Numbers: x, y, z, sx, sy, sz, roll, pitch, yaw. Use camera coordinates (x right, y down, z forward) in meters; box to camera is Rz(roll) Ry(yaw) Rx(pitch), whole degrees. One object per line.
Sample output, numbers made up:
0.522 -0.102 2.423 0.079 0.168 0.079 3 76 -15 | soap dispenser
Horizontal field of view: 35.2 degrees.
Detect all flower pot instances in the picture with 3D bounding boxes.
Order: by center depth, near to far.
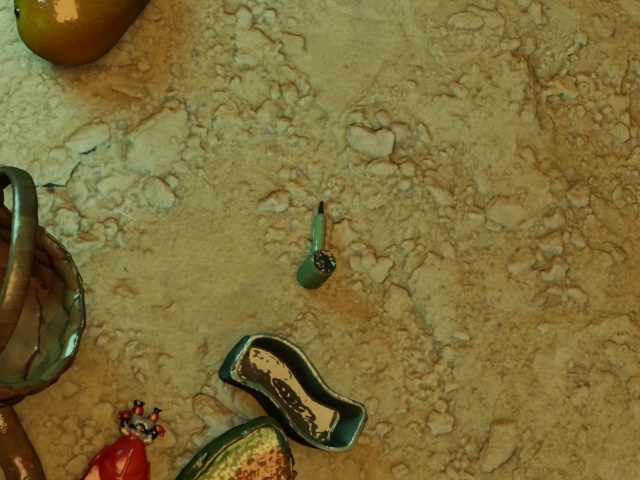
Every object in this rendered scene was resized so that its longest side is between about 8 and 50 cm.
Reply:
-0.043 0.235 1.549 0.229 0.108 0.103 42 72 -8 | flower pot

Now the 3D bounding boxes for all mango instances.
-0.361 -0.383 1.533 0.175 0.139 0.254 40 64 -20 | mango

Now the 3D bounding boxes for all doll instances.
-0.286 0.321 1.487 0.109 0.057 0.169 26 76 -15 | doll

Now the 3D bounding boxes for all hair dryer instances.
0.000 0.000 1.627 0.047 0.071 0.150 15 62 -16 | hair dryer

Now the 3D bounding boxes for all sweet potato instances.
-0.416 0.370 1.440 0.059 0.067 0.281 -17 92 18 | sweet potato

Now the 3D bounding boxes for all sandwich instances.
-0.134 0.397 1.501 0.212 0.109 0.292 25 80 -21 | sandwich

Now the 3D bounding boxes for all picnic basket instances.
-0.441 0.053 1.290 0.338 0.337 0.292 6 63 -16 | picnic basket
